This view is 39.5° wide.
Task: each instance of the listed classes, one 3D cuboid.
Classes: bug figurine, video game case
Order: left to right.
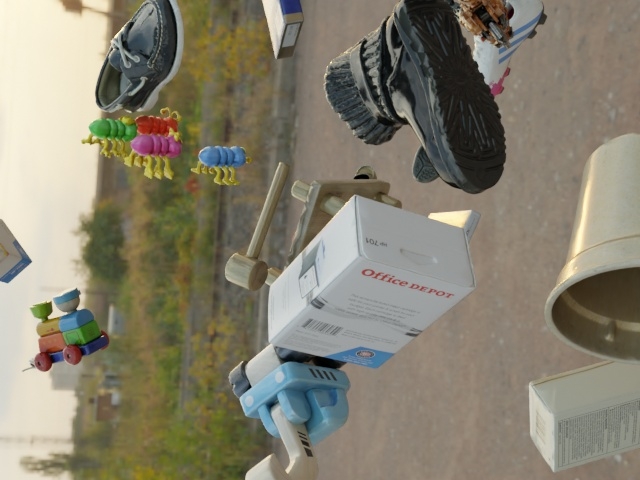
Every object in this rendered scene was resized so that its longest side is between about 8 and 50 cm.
[{"bbox_3d":[-0.260,-0.164,1.488,0.279,0.216,0.072,26,111,38],"label":"bug figurine"},{"bbox_3d":[0.205,0.037,1.621,0.193,0.023,0.212,-65,12,-6],"label":"video game case"}]

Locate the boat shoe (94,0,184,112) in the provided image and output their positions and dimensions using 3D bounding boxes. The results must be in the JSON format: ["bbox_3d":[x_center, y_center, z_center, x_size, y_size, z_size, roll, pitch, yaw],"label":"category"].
[{"bbox_3d":[-0.300,-0.294,1.458,0.114,0.091,0.302,67,150,17],"label":"boat shoe"}]

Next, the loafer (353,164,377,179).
[{"bbox_3d":[0.113,-0.154,2.286,0.148,0.056,0.050,-81,-19,-53],"label":"loafer"}]

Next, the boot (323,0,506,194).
[{"bbox_3d":[0.145,-0.198,1.437,0.260,0.131,0.348,-36,64,51],"label":"boot"}]

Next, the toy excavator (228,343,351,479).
[{"bbox_3d":[-0.054,0.433,2.121,0.222,0.433,0.445,-41,58,21],"label":"toy excavator"}]

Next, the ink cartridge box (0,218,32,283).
[{"bbox_3d":[-0.715,0.000,1.850,0.134,0.078,0.231,50,-179,16],"label":"ink cartridge box"}]

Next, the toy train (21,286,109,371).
[{"bbox_3d":[-0.562,0.188,1.837,0.105,0.248,0.143,-29,-78,-59],"label":"toy train"}]

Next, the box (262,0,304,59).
[{"bbox_3d":[-0.074,-0.418,1.412,0.136,0.036,0.225,126,130,-75],"label":"box"}]

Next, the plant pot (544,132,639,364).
[{"bbox_3d":[0.553,-0.001,1.487,0.334,0.334,0.305,114,170,-58],"label":"plant pot"}]

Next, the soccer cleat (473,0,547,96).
[{"bbox_3d":[0.424,-0.480,2.233,0.331,0.143,0.116,-61,28,28],"label":"soccer cleat"}]

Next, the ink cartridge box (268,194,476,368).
[{"bbox_3d":[0.049,0.050,0.938,0.190,0.140,0.082,-48,35,43],"label":"ink cartridge box"}]

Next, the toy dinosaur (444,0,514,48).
[{"bbox_3d":[0.337,-0.518,1.910,0.218,0.164,0.322,61,179,18],"label":"toy dinosaur"}]

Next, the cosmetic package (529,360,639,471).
[{"bbox_3d":[0.582,0.332,1.778,0.113,0.309,0.160,-117,16,-57],"label":"cosmetic package"}]

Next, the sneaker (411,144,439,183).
[{"bbox_3d":[0.284,-0.224,2.049,0.227,0.087,0.130,-64,-11,-5],"label":"sneaker"}]

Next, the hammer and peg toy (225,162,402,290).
[{"bbox_3d":[0.000,0.000,1.685,0.127,0.361,0.266,28,108,30],"label":"hammer and peg toy"}]
